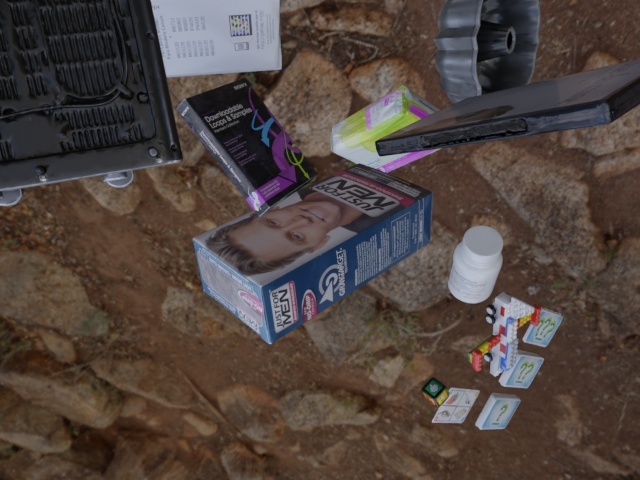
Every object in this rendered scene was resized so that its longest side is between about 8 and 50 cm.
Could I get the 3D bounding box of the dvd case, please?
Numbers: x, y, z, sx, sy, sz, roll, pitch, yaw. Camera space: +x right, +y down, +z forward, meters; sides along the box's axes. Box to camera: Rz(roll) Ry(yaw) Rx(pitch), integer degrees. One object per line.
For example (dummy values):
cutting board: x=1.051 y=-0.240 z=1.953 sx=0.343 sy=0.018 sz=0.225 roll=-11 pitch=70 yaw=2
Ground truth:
dvd case: x=0.200 y=-0.134 z=0.539 sx=0.253 sy=0.180 sz=0.022 roll=3 pitch=116 yaw=53

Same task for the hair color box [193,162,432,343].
hair color box: x=0.000 y=0.000 z=0.842 sx=0.174 sy=0.347 sz=0.105 roll=28 pitch=135 yaw=40

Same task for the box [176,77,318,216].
box: x=-0.087 y=-0.121 z=0.673 sx=0.162 sy=0.116 sz=0.029 roll=51 pitch=132 yaw=-2

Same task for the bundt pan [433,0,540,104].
bundt pan: x=0.351 y=-0.428 z=1.155 sx=0.124 sy=0.331 sz=0.330 roll=14 pitch=142 yaw=38

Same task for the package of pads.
package of pads: x=0.200 y=-0.305 z=1.547 sx=0.229 sy=0.101 sz=0.297 roll=19 pitch=152 yaw=-38

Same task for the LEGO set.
LEGO set: x=0.224 y=0.160 z=0.653 sx=0.244 sy=0.182 sz=0.060 roll=20 pitch=-171 yaw=-44

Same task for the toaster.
toaster: x=-0.192 y=-0.119 z=0.349 sx=0.110 sy=0.168 sz=0.185 roll=-166 pitch=65 yaw=-72

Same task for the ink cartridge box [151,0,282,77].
ink cartridge box: x=-0.215 y=-0.386 z=0.825 sx=0.130 sy=0.272 sz=0.309 roll=92 pitch=166 yaw=-48

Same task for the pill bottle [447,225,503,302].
pill bottle: x=0.432 y=0.066 z=1.491 sx=0.131 sy=0.131 sz=0.229 roll=31 pitch=153 yaw=24
